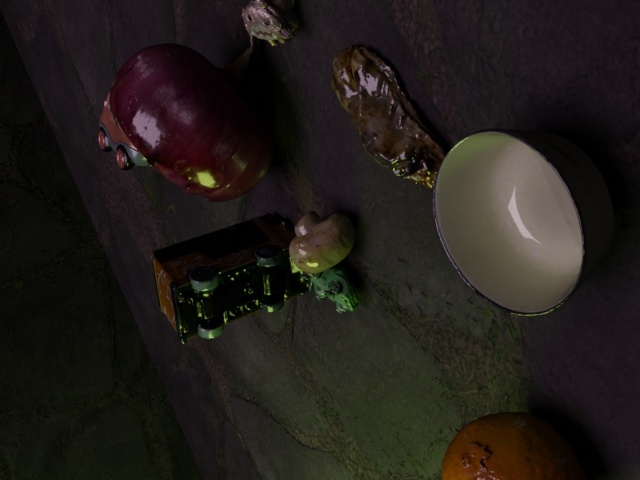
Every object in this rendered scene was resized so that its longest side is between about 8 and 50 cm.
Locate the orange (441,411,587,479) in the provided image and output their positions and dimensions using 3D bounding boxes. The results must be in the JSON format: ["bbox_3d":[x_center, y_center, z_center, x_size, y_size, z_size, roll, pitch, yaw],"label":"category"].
[{"bbox_3d":[0.288,0.362,1.033,0.219,0.193,0.219,36,155,20],"label":"orange"}]

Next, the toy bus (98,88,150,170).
[{"bbox_3d":[-0.485,-0.329,1.901,0.288,0.194,0.232,41,133,41],"label":"toy bus"}]

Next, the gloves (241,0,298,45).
[{"bbox_3d":[-0.089,-0.428,1.262,0.110,0.094,0.144,12,111,44],"label":"gloves"}]

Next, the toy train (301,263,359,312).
[{"bbox_3d":[0.022,0.080,1.416,0.149,0.081,0.099,31,161,35],"label":"toy train"}]

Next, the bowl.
[{"bbox_3d":[0.267,-0.036,0.871,0.238,0.126,0.237,39,139,43],"label":"bowl"}]

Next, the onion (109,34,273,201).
[{"bbox_3d":[-0.237,-0.251,1.422,0.345,0.358,0.358,-23,88,19],"label":"onion"}]

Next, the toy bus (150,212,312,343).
[{"bbox_3d":[-0.194,0.072,1.523,0.194,0.324,0.161,38,139,46],"label":"toy bus"}]

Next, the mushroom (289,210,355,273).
[{"bbox_3d":[0.000,0.000,1.345,0.112,0.148,0.148,50,150,0],"label":"mushroom"}]

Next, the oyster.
[{"bbox_3d":[0.111,-0.186,1.106,0.345,0.079,0.128,56,140,27],"label":"oyster"}]
